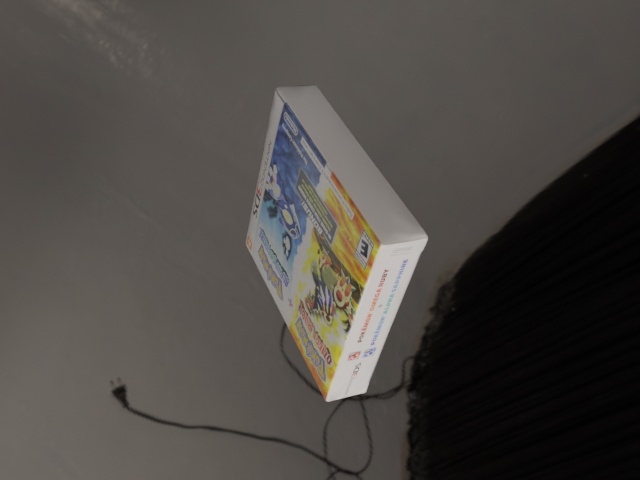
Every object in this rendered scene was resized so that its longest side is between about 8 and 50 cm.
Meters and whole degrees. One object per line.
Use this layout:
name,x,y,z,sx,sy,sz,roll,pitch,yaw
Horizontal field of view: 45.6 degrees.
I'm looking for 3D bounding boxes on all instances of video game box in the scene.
video game box,0.000,0.000,0.653,0.048,0.187,0.205,-10,46,-24
